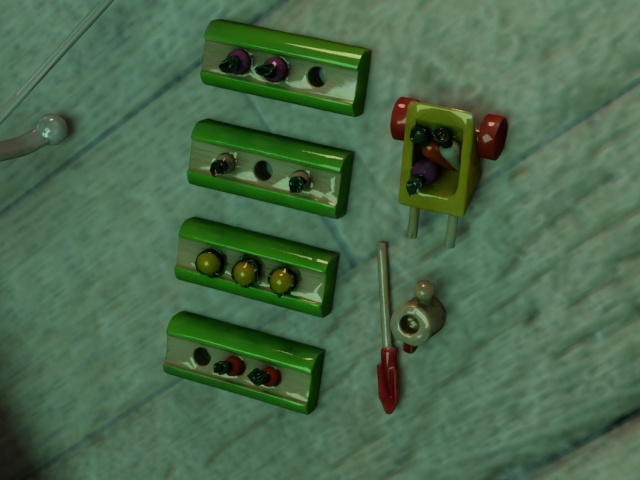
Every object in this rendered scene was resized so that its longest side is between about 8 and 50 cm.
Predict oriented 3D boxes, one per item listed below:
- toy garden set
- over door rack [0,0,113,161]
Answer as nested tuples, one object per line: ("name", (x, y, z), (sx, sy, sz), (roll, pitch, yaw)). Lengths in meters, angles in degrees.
("toy garden set", (0.000, 0.000, 1.034), (0.203, 0.049, 0.244), (14, 107, 20))
("over door rack", (-0.244, -0.180, 1.078), (0.239, 0.108, 0.324), (42, 100, 10))
